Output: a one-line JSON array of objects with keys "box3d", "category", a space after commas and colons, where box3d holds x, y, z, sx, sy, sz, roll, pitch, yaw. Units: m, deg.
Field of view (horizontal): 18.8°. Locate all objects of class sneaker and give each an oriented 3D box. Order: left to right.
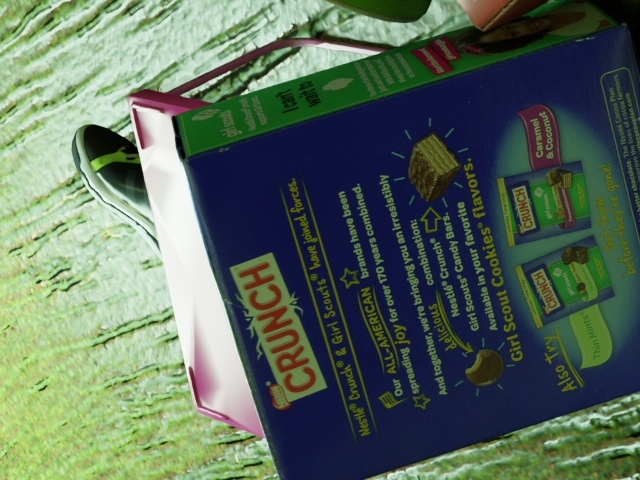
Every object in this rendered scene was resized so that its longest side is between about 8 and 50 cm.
[{"box3d": [-0.132, -0.047, 1.808, 0.234, 0.084, 0.097, 44, 117, 19], "category": "sneaker"}]

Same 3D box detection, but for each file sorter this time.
[{"box3d": [0.000, 0.000, 1.575, 0.202, 0.182, 0.291, 15, 124, 45], "category": "file sorter"}]

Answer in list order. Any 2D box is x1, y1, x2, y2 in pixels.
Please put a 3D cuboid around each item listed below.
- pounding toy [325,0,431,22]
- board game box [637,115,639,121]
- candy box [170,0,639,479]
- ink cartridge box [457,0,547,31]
[{"box3d": [0.001, -0.266, 1.434, 0.237, 0.183, 0.110, 41, 114, 29], "category": "pounding toy"}, {"box3d": [0.389, 0.003, 1.202, 0.308, 0.086, 0.302, -21, 98, 53], "category": "board game box"}, {"box3d": [0.083, 0.003, 1.369, 0.122, 0.317, 0.268, -117, 11, -71], "category": "candy box"}, {"box3d": [0.152, -0.298, 1.246, 0.207, 0.117, 0.283, 56, 144, 5], "category": "ink cartridge box"}]
